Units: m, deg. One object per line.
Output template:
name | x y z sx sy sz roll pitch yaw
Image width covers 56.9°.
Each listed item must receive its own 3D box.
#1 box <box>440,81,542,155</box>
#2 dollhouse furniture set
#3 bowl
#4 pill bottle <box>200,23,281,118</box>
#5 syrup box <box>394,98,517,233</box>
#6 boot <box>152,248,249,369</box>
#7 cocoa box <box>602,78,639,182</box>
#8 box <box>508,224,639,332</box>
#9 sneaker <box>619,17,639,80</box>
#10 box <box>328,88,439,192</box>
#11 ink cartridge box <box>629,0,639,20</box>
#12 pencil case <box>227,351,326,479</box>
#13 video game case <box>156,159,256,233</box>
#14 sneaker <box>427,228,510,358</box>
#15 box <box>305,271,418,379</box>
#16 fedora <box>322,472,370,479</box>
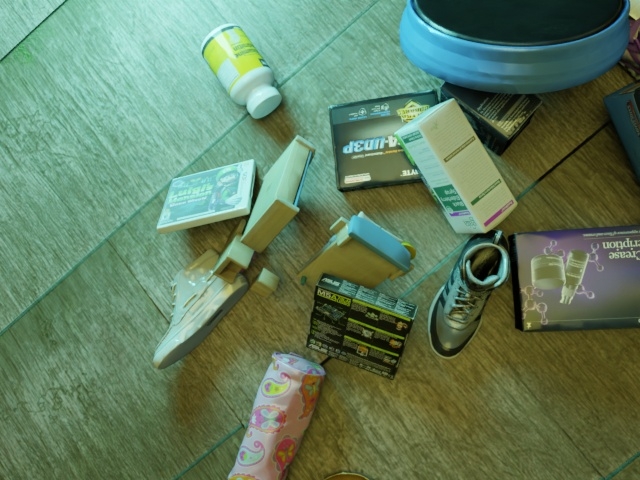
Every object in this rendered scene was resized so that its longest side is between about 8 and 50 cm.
box | 0.312 -0.253 1.106 0.158 0.156 0.093 42 95 11
dollhouse furniture set | 0.000 0.000 1.184 0.303 0.198 0.286 32 132 -16
bowl | 0.335 -0.397 1.035 0.390 0.077 0.391 -4 46 4
pill bottle | -0.161 -0.349 1.228 0.103 0.103 0.184 -36 81 6
syrup box | 0.250 -0.131 1.091 0.096 0.093 0.237 -37 102 -16
boot | -0.276 0.139 1.232 0.258 0.095 0.123 -45 74 -4
cocoa box | 0.671 -0.138 0.959 0.231 0.228 0.347 -27 97 8
box | 0.490 0.070 1.080 0.261 0.103 0.185 -4 88 10
sneaker | 0.564 -0.377 1.094 0.236 0.104 0.095 31 94 12
box | 0.134 -0.198 1.188 0.220 0.051 0.175 -6 86 10
ink cartridge box | 0.592 -0.463 1.132 0.063 0.029 0.115 -44 81 4
pencil case | -0.087 0.366 1.161 0.124 0.124 0.284 20 91 11
video game case | -0.229 -0.092 1.207 0.190 0.173 0.022 -13 129 10
sneaker | 0.271 0.098 1.090 0.101 0.153 0.269 24 92 12
box | 0.073 0.166 1.126 0.190 0.045 0.184 18 129 12
fedora | 0.050 0.555 1.139 0.194 0.079 0.195 -1 85 10
